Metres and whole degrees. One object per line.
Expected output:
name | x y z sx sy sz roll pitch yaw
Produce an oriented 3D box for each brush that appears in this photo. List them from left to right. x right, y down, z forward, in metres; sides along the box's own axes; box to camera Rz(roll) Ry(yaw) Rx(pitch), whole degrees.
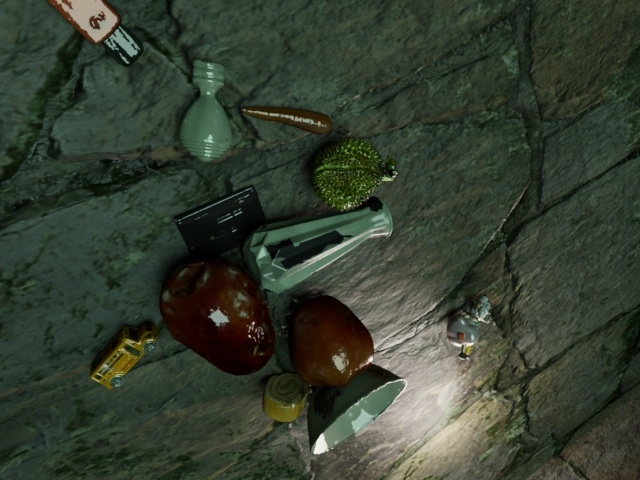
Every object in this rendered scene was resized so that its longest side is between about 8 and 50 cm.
brush | -0.429 -0.426 0.709 0.070 0.051 0.323 -41 128 3

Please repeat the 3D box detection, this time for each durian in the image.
durian | 0.065 -0.162 1.026 0.198 0.146 0.159 -37 96 -15

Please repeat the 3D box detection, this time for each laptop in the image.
laptop | -0.222 -0.034 1.012 0.197 0.016 0.135 -26 123 -15

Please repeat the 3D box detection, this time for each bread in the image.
bread | -0.099 0.431 1.224 0.122 0.149 0.073 16 111 12

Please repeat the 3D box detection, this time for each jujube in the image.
jujube | -0.221 0.181 0.995 0.223 0.223 0.318 -33 131 -10

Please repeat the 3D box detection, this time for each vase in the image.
vase | 0.000 0.000 1.062 0.359 0.165 0.165 -21 121 -22

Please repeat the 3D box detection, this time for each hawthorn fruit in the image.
hawthorn fruit | 0.009 0.253 1.155 0.224 0.224 0.261 -31 98 -11

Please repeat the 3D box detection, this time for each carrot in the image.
carrot | -0.071 -0.273 0.967 0.215 0.048 0.048 5 110 -24

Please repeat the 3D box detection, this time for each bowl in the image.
bowl | 0.072 0.452 1.273 0.336 0.158 0.337 -27 147 -20

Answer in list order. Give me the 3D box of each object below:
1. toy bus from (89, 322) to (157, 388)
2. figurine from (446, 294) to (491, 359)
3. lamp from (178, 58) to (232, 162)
toy bus | -0.447 0.253 0.997 0.162 0.069 0.074 -47 122 1
figurine | 0.499 0.282 1.474 0.229 0.111 0.137 -50 134 -14
lamp | -0.224 -0.252 0.865 0.106 0.106 0.193 1 103 -27
